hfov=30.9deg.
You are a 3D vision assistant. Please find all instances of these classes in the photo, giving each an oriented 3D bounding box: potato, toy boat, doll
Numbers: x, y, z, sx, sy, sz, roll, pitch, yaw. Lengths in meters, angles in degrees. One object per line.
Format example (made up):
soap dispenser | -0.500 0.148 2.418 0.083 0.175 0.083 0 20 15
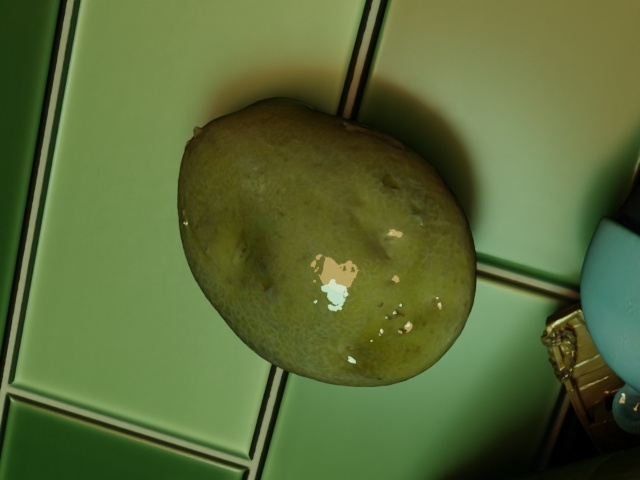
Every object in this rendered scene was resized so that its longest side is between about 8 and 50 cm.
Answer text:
potato | 0.000 0.000 0.815 0.178 0.160 0.235 -45 81 -5
toy boat | 0.228 0.138 0.859 0.064 0.072 0.206 -29 100 19
doll | 0.282 -0.007 0.759 0.177 0.141 0.314 38 100 42

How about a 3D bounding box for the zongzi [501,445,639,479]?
zongzi | 0.275 0.272 0.741 0.418 0.181 0.447 39 150 -7
